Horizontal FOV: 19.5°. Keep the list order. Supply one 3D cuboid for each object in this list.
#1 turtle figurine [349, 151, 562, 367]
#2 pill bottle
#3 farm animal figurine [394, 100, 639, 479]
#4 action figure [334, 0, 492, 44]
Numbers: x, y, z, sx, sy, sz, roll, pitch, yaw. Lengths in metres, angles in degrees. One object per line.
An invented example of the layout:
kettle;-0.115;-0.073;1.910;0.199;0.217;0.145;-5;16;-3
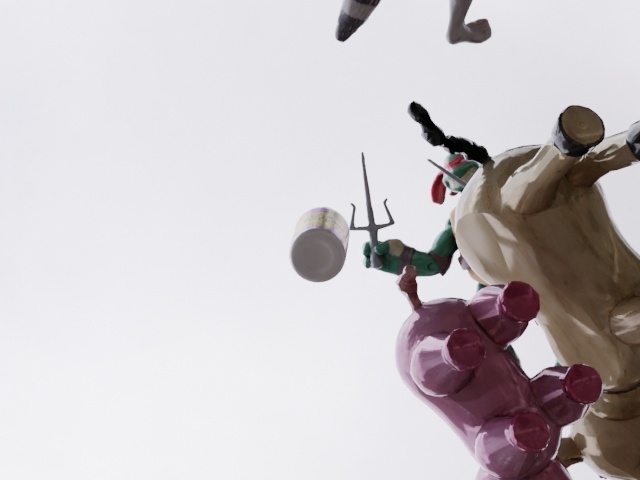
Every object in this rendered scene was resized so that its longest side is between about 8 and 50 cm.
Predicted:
turtle figurine;0.131;0.007;1.490;0.118;0.175;0.234;-18;-100;-39
pill bottle;0.000;0.000;1.430;0.043;0.083;0.043;1;-72;3
farm animal figurine;0.143;0.140;0.755;0.327;0.172;0.330;20;-117;-16
action figure;0.131;-0.303;1.649;0.178;0.330;0.341;-34;-113;-33
